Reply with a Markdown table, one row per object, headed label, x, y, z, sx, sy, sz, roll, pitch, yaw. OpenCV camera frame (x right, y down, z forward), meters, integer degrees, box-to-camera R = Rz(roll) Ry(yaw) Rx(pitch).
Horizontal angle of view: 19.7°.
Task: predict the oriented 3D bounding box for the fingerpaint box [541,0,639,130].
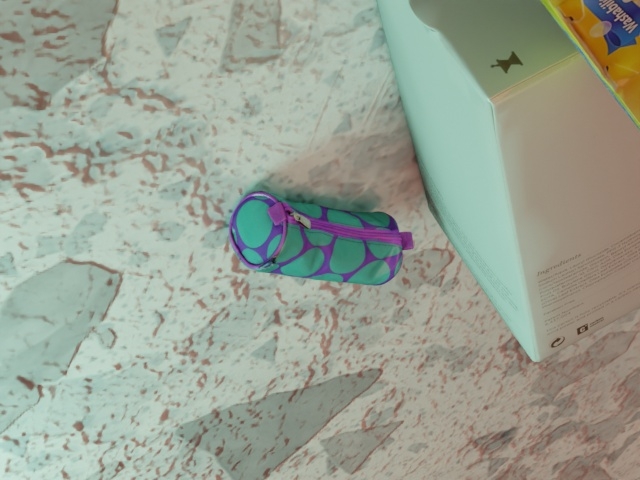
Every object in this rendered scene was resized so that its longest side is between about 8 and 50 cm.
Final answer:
| label | x | y | z | sx | sy | sz | roll | pitch | yaw |
| --- | --- | --- | --- | --- | --- | --- | --- | --- | --- |
| fingerpaint box | 0.252 | -0.253 | 0.959 | 0.371 | 0.163 | 0.445 | -35 | 144 | 12 |

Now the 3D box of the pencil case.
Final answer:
| label | x | y | z | sx | sy | sz | roll | pitch | yaw |
| --- | --- | --- | --- | --- | --- | --- | --- | --- | --- |
| pencil case | 0.000 | 0.000 | 1.506 | 0.151 | 0.064 | 0.070 | 8 | 155 | -44 |

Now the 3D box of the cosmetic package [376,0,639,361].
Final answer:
| label | x | y | z | sx | sy | sz | roll | pitch | yaw |
| --- | --- | --- | --- | --- | --- | --- | --- | --- | --- |
| cosmetic package | 0.162 | -0.092 | 1.402 | 0.155 | 0.197 | 0.365 | -27 | 147 | -7 |
